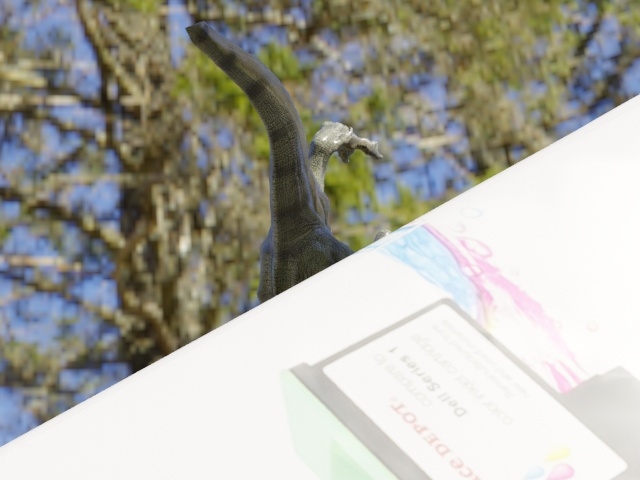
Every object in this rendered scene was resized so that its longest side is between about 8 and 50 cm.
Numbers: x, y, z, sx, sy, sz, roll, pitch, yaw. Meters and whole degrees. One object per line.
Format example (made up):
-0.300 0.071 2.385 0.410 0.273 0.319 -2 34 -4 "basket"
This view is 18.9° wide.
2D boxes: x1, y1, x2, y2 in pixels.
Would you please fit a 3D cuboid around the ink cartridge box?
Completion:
0.036 0.090 0.500 0.278 0.117 0.201 -28 -26 -26 "ink cartridge box"

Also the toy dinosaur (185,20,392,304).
0.000 0.000 0.996 0.064 0.118 0.268 6 -64 35 "toy dinosaur"
